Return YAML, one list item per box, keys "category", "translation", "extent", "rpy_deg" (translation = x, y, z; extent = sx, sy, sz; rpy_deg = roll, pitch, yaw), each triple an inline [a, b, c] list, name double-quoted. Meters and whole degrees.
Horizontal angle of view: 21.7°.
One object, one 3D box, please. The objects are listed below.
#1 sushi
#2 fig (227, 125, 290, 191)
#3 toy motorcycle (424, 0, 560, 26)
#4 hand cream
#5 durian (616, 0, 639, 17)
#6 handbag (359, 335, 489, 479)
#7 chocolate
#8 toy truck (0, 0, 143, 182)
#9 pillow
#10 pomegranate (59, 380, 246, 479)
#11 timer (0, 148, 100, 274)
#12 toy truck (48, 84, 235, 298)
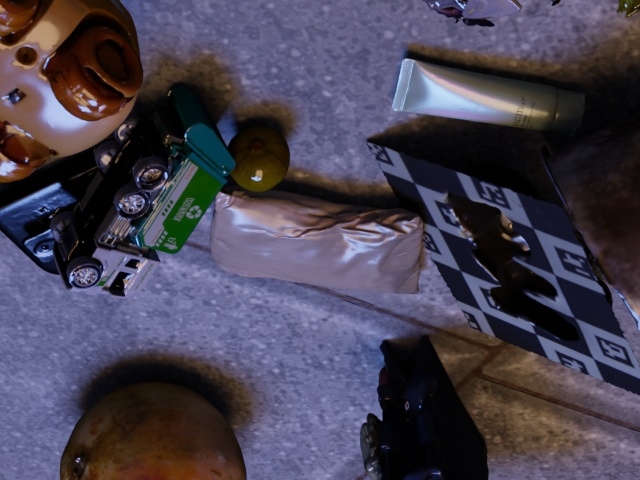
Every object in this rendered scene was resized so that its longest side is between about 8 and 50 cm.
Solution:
- category: "sushi"
  translation: [0.250, 0.003, 1.944]
  extent: [0.296, 0.100, 0.373]
  rpy_deg: [22, 155, 42]
- category: "fig"
  translation: [-0.070, -0.088, 1.882]
  extent: [0.074, 0.074, 0.088]
  rpy_deg: [2, 158, 0]
- category: "toy motorcycle"
  translation: [0.145, -0.265, 1.604]
  extent: [0.122, 0.080, 0.215]
  rpy_deg: [47, 157, -23]
- category: "hand cream"
  translation: [0.183, -0.154, 1.811]
  extent: [0.205, 0.050, 0.078]
  rpy_deg: [9, 140, -2]
- category: "durian"
  translation: [0.337, -0.311, 1.475]
  extent: [0.291, 0.224, 0.291]
  rpy_deg: [-2, 139, -1]
- category: "handbag"
  translation: [0.142, 0.328, 2.190]
  extent: [0.122, 0.303, 0.329]
  rpy_deg: [-13, 138, 12]
- category: "chocolate"
  translation: [0.392, -0.018, 1.765]
  extent: [0.213, 0.303, 0.303]
  rpy_deg: [-30, 133, 12]
- category: "toy truck"
  translation: [-0.308, -0.215, 1.631]
  extent: [0.204, 0.211, 0.288]
  rpy_deg: [-31, 127, 34]
- category: "pillow"
  translation: [0.000, 0.000, 1.987]
  extent: [0.270, 0.067, 0.173]
  rpy_deg: [7, 146, -5]
- category: "pomegranate"
  translation: [-0.215, 0.321, 2.263]
  extent: [0.270, 0.229, 0.252]
  rpy_deg: [22, 129, -39]
- category: "timer"
  translation: [-0.279, -0.028, 1.968]
  extent: [0.187, 0.055, 0.144]
  rpy_deg: [-23, 135, 19]
- category: "toy truck"
  translation: [-0.198, -0.051, 1.861]
  extent: [0.124, 0.114, 0.253]
  rpy_deg: [16, 119, -35]
